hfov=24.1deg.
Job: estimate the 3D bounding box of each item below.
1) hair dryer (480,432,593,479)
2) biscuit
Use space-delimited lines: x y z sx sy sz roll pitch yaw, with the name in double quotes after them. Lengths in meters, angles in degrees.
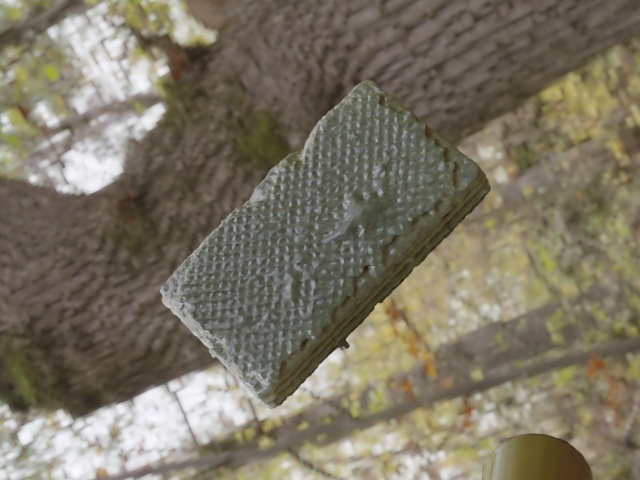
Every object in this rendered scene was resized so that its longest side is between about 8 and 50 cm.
0.090 0.270 1.166 0.090 0.278 0.135 47 -155 -10 "hair dryer"
0.000 0.000 0.949 0.121 0.199 0.040 43 178 33 "biscuit"
